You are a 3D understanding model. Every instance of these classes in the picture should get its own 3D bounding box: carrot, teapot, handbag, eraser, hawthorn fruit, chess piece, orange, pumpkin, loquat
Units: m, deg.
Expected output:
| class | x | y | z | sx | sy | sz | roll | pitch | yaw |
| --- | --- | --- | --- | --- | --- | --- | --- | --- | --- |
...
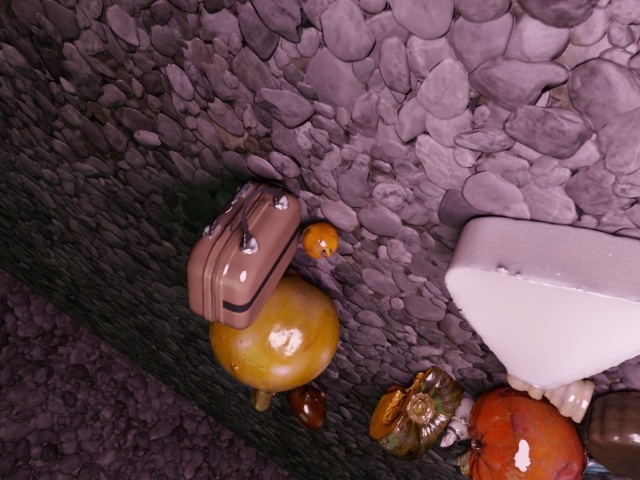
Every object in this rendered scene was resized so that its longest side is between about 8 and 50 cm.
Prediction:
| class | x | y | z | sx | sy | sz | roll | pitch | yaw |
| --- | --- | --- | --- | --- | --- | --- | --- | --- | --- |
| carrot | 0.302 | 0.478 | 1.462 | 0.216 | 0.048 | 0.048 | 15 | 142 | 17 |
| teapot | -0.029 | 0.609 | 1.823 | 0.178 | 0.135 | 0.252 | 53 | 178 | 32 |
| handbag | -0.151 | 0.003 | 1.022 | 0.149 | 0.302 | 0.283 | 20 | 138 | 14 |
| eraser | 0.397 | 0.124 | 0.863 | 0.331 | 0.150 | 0.331 | 20 | 141 | 17 |
| hawthorn fruit | 0.496 | 0.486 | 1.148 | 0.307 | 0.276 | 0.276 | 10 | 147 | -12 |
| chess piece | 0.493 | 0.320 | 1.076 | 0.170 | 0.094 | 0.094 | 18 | 143 | 25 |
| orange | 0.000 | -0.001 | 1.083 | 0.083 | 0.084 | 0.084 | 21 | 144 | 16 |
| pumpkin | 0.265 | 0.478 | 1.398 | 0.139 | 0.281 | 0.190 | 36 | 179 | -5 |
| loquat | -0.119 | 0.244 | 1.230 | 0.328 | 0.360 | 0.328 | 13 | 176 | 1 |

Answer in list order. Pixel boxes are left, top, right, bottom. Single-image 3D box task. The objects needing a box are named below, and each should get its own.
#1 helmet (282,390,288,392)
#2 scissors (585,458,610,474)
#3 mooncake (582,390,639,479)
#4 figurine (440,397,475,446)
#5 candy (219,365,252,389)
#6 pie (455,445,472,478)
| class | x | y | z | sx | sy | sz | roll | pitch | yaw |
| --- | --- | --- | --- | --- | --- | --- | --- | --- | --- |
| helmet | -0.154 | 0.342 | 1.552 | 0.230 | 0.160 | 0.279 | 21 | 129 | 17 |
| scissors | 0.600 | 0.580 | 1.271 | 0.288 | 0.041 | 0.138 | 6 | 148 | -6 |
| mooncake | 0.670 | 0.409 | 1.018 | 0.228 | 0.124 | 0.228 | 18 | 145 | 13 |
| figurine | 0.392 | 0.504 | 1.329 | 0.098 | 0.146 | 0.081 | 15 | 141 | 22 |
| candy | -0.248 | 0.447 | 1.809 | 0.157 | 0.100 | 0.306 | 38 | 144 | -7 |
| pie | 0.475 | 0.587 | 1.355 | 0.179 | 0.205 | 0.084 | -52 | 51 | 44 |
